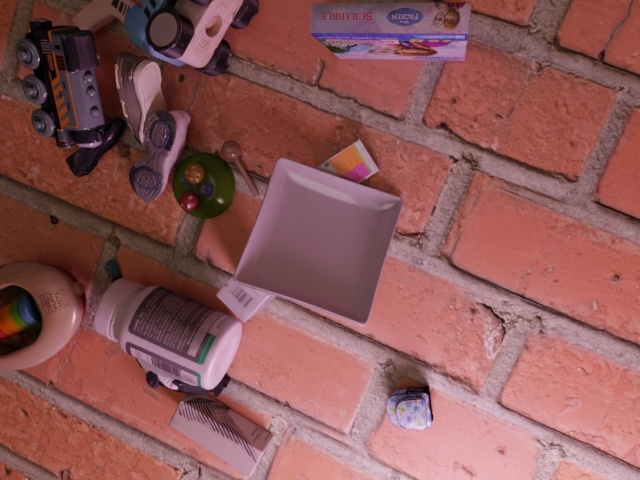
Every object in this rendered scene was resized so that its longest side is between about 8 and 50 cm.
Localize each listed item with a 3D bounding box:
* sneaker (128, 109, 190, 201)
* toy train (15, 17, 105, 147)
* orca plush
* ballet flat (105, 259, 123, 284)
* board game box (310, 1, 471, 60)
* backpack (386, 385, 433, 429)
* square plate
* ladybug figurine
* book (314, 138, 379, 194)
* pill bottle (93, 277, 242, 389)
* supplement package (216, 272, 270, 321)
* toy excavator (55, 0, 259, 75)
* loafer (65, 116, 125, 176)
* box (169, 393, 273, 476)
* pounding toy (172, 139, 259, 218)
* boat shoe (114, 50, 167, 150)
[{"bbox_3d":[-0.424,-0.226,1.562,0.111,0.129,0.297,37,123,3],"label":"sneaker"},{"bbox_3d":[-0.660,-0.397,1.486,0.190,0.142,0.334,10,117,23],"label":"toy train"},{"bbox_3d":[-0.403,0.383,1.671,0.287,0.102,0.151,10,55,2],"label":"orca plush"},{"bbox_3d":[-0.604,0.113,1.690,0.041,0.041,0.114,-18,93,15],"label":"ballet flat"},{"bbox_3d":[0.167,-0.458,1.277,0.318,0.318,0.066,5,100,13],"label":"board game box"},{"bbox_3d":[0.233,0.443,1.510,0.114,0.084,0.105,-6,94,17],"label":"backpack"},{"bbox_3d":[0.000,0.000,1.440,0.344,0.049,0.347,19,75,0],"label":"square plate"},{"bbox_3d":[-0.865,0.213,1.697,0.449,0.162,0.305,-19,93,16],"label":"ladybug figurine"},{"bbox_3d":[0.068,-0.184,1.487,0.144,0.035,0.096,-31,93,16],"label":"book"},{"bbox_3d":[-0.417,0.245,1.574,0.361,0.204,0.204,22,102,9],"label":"pill bottle"},{"bbox_3d":[-0.174,0.124,1.511,0.105,0.179,0.105,43,105,4],"label":"supplement package"},{"bbox_3d":[-0.447,-0.588,1.486,0.445,0.222,0.433,40,106,19],"label":"toy excavator"},{"bbox_3d":[-0.638,-0.273,1.618,0.223,0.076,0.078,-41,95,19],"label":"loafer"},{"bbox_3d":[-0.280,0.541,1.633,0.275,0.113,0.094,29,102,6],"label":"box"},{"bbox_3d":[-0.309,-0.154,1.540,0.236,0.110,0.183,-21,93,16],"label":"pounding toy"},{"bbox_3d":[-0.467,-0.357,1.485,0.091,0.109,0.305,28,148,6],"label":"boat shoe"}]
